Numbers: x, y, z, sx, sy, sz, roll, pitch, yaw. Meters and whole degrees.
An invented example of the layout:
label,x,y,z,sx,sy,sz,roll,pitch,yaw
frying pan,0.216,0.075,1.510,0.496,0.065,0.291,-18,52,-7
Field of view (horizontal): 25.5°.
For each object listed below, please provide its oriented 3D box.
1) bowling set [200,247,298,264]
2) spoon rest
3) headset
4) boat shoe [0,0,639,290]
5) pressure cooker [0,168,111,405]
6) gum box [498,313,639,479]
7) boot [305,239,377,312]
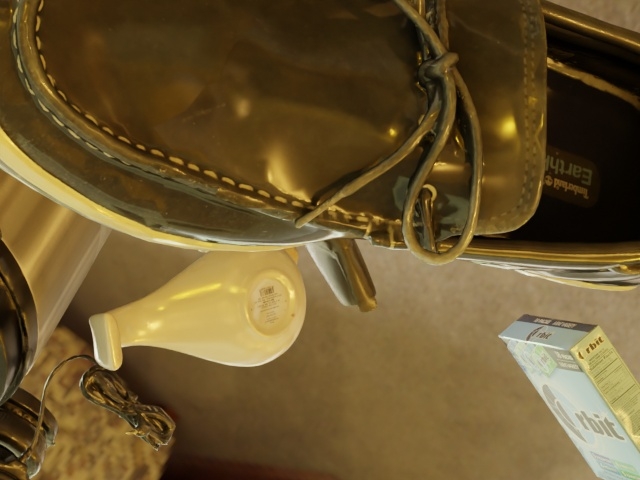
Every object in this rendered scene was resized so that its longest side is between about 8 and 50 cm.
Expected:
label,x,y,z,sx,sy,sz,roll,pitch,yaw
bowling set,-0.163,-0.068,1.972,0.154,0.200,0.287,12,114,64
spoon rest,-0.124,0.074,1.449,0.084,0.276,0.137,-1,97,47
headset,-0.354,0.271,1.609,0.185,0.243,0.394,39,116,-24
boat shoe,0.048,-0.073,0.757,0.500,0.187,0.156,12,168,-31
pressure cooker,-0.424,-0.005,1.443,0.375,0.420,0.370,-12,125,27
gum box,0.265,0.158,1.352,0.184,0.041,0.157,55,167,-11
boot,0.000,0.000,1.583,0.198,0.077,0.137,-126,13,-72
